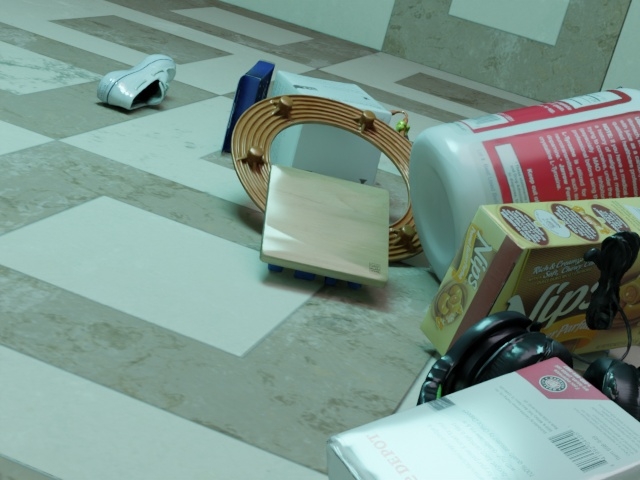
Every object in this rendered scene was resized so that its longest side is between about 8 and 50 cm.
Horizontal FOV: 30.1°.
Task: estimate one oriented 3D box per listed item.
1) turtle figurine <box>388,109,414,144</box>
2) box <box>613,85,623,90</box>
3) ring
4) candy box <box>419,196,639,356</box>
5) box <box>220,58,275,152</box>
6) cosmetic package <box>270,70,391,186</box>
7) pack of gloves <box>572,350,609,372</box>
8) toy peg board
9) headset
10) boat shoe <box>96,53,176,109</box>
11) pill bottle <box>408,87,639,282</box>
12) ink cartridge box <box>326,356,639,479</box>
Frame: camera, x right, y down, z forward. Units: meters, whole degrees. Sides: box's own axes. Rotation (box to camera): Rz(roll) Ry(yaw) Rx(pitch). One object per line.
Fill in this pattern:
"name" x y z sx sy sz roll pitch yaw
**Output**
"turtle figurine" 0.217 -0.149 2.180 0.270 0.087 0.217 16 22 -30
"box" 0.532 -0.112 2.016 0.270 0.143 0.165 29 39 -43
"ring" 0.032 -0.102 1.722 0.337 0.032 0.336 15 44 -15
"candy box" 0.288 0.047 1.397 0.316 0.183 0.087 -3 39 -35
"box" -0.123 -0.228 2.041 0.036 0.136 0.225 17 17 2
"cosmetic package" 0.003 -0.176 1.961 0.151 0.151 0.183 7 19 -22
"pack of gloves" 0.300 0.094 1.563 0.195 0.046 0.232 20 18 18
"toy peg board" 0.000 0.000 1.528 0.161 0.079 0.160 12 47 -9
"headset" 0.241 0.133 1.147 0.243 0.185 0.394 21 29 16
"boat shoe" -0.313 -0.273 2.143 0.076 0.083 0.226 32 32 12
"pill bottle" 0.343 -0.078 1.607 0.408 0.229 0.229 -12 24 -12
"ink cartridge box" 0.134 0.191 0.914 0.218 0.092 0.158 -15 28 -20
